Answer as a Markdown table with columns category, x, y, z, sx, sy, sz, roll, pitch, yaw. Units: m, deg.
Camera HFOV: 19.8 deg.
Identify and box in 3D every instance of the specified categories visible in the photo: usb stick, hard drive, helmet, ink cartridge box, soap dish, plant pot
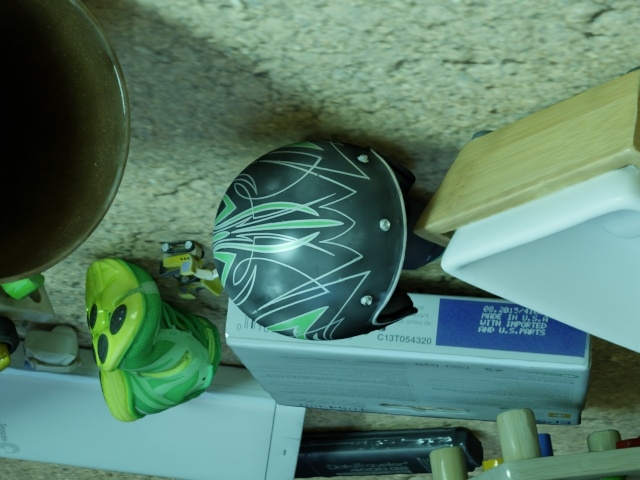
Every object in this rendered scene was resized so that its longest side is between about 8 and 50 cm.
| category | x | y | z | sx | sy | sz | roll | pitch | yaw |
| --- | --- | --- | --- | --- | --- | --- | --- | --- | --- |
| usb stick | 0.053 | 0.248 | 2.142 | 0.278 | 0.045 | 0.077 | -5 | 147 | 27 |
| hard drive | -0.197 | 0.198 | 2.043 | 0.353 | 0.047 | 0.233 | 7 | 148 | -1 |
| helmet | 0.000 | 0.000 | 1.399 | 0.169 | 0.169 | 0.161 | -4 | 172 | 24 |
| ink cartridge box | 0.094 | 0.112 | 1.754 | 0.324 | 0.071 | 0.330 | 3 | 167 | 7 |
| soap dish | 0.252 | -0.012 | 1.355 | 0.291 | 0.118 | 0.229 | 20 | 154 | -31 |
| plant pot | -0.279 | -0.077 | 1.273 | 0.215 | 0.215 | 0.230 | 21 | 169 | -31 |

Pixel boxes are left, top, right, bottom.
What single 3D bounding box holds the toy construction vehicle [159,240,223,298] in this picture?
| category | x | y | z | sx | sy | sz | roll | pitch | yaw |
| --- | --- | --- | --- | --- | --- | --- | --- | --- | --- |
| toy construction vehicle | -0.102 | 0.032 | 1.669 | 0.098 | 0.035 | 0.086 | -5 | 155 | 25 |

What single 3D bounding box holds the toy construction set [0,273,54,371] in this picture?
| category | x | y | z | sx | sy | sz | roll | pitch | yaw |
| --- | --- | --- | --- | --- | --- | --- | --- | --- | --- |
| toy construction set | -0.364 | 0.010 | 1.512 | 0.237 | 0.257 | 0.309 | -27 | 133 | 27 |

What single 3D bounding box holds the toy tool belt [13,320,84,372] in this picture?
| category | x | y | z | sx | sy | sz | roll | pitch | yaw |
| --- | --- | --- | --- | --- | --- | --- | --- | --- | --- |
| toy tool belt | -0.290 | 0.117 | 1.908 | 0.083 | 0.052 | 0.051 | 6 | 149 | 4 |

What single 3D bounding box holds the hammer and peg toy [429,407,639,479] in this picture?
| category | x | y | z | sx | sy | sz | roll | pitch | yaw |
| --- | --- | --- | --- | --- | --- | --- | --- | --- | --- |
| hammer and peg toy | 0.298 | 0.240 | 1.833 | 0.361 | 0.127 | 0.266 | -3 | 164 | -20 |

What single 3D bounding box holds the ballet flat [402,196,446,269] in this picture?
| category | x | y | z | sx | sy | sz | roll | pitch | yaw |
| --- | --- | --- | --- | --- | --- | --- | --- | --- | --- |
| ballet flat | 0.006 | 0.003 | 1.527 | 0.203 | 0.074 | 0.074 | -13 | 152 | 26 |

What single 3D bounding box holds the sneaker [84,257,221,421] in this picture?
| category | x | y | z | sx | sy | sz | roll | pitch | yaw |
| --- | --- | --- | --- | --- | --- | --- | --- | --- | --- |
| sneaker | -0.160 | 0.088 | 1.767 | 0.123 | 0.109 | 0.295 | -11 | 160 | -6 |
